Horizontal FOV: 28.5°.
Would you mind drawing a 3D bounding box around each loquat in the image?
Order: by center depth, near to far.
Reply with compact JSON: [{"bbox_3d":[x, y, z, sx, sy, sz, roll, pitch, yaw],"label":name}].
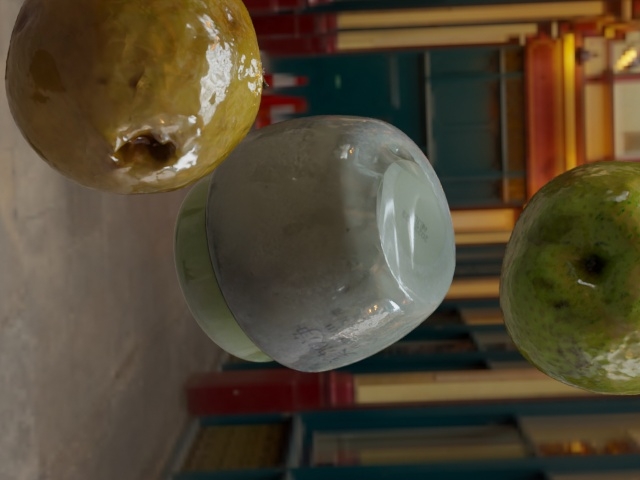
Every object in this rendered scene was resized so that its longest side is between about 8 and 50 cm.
[{"bbox_3d":[-0.151,-0.139,1.022,0.208,0.208,0.208,-2,90,-88],"label":"loquat"}]

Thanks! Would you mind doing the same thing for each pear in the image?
[{"bbox_3d":[0.441,0.059,1.902,0.391,0.391,0.391,-2,90,-88],"label":"pear"}]

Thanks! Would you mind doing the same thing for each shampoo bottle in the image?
[{"bbox_3d":[0.000,0.000,1.603,0.322,0.317,0.322,35,45,-44],"label":"shampoo bottle"}]

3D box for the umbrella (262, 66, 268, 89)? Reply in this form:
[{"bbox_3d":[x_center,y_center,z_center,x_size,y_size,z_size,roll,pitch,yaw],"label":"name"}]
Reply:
[{"bbox_3d":[-0.101,-0.253,1.657,0.027,0.025,0.165,-53,-131,32],"label":"umbrella"}]
